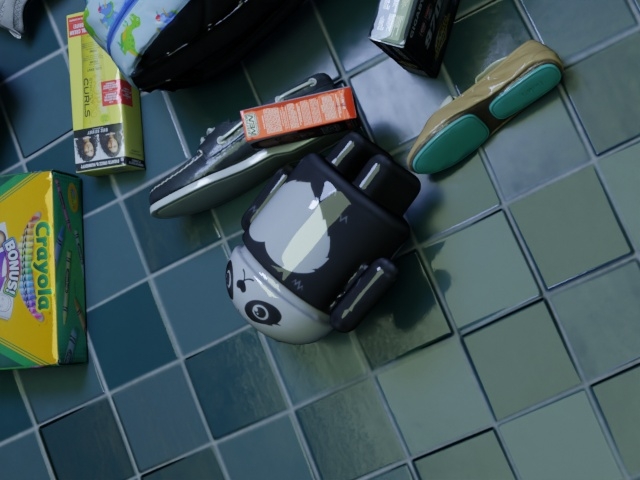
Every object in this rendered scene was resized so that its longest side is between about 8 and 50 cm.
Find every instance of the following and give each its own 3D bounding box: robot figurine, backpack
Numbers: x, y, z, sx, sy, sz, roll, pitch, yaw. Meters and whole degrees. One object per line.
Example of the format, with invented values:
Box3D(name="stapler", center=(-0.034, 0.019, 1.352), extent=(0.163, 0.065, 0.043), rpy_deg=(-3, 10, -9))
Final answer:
Box3D(name="robot figurine", center=(0.000, 0.000, 1.448), extent=(0.173, 0.209, 0.278), rpy_deg=(37, 99, -12))
Box3D(name="backpack", center=(-0.145, -0.350, 1.488), extent=(0.273, 0.290, 0.355), rpy_deg=(39, 108, 13))

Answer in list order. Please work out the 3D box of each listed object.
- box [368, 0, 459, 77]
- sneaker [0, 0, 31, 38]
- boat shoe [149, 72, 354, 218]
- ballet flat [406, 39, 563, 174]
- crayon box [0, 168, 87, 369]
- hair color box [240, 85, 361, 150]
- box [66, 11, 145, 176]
Box3D(name="box", center=(0.135, -0.330, 1.429), extent=(0.051, 0.175, 0.220), rpy_deg=(17, 91, 19))
Box3D(name="sneaker", center=(-0.404, -0.425, 1.686), extent=(0.115, 0.105, 0.281), rpy_deg=(38, 97, -12))
Box3D(name="boat shoe", center=(-0.103, -0.124, 1.536), extent=(0.302, 0.114, 0.091), rpy_deg=(-25, 78, 4))
Box3D(name="ballet flat", center=(0.202, -0.170, 1.457), extent=(0.232, 0.080, 0.073), rpy_deg=(-34, 48, 11))
Box3D(name="crayon box", center=(-0.431, 0.046, 1.647), extent=(0.165, 0.081, 0.278), rpy_deg=(-6, 84, 19))
Box3D(name="hair color box", center=(-0.024, -0.153, 1.436), extent=(0.141, 0.072, 0.043), rpy_deg=(-12, 84, 6))
Box3D(name="box", center=(-0.308, -0.212, 1.637), extent=(0.087, 0.058, 0.232), rpy_deg=(-6, 83, 20))
